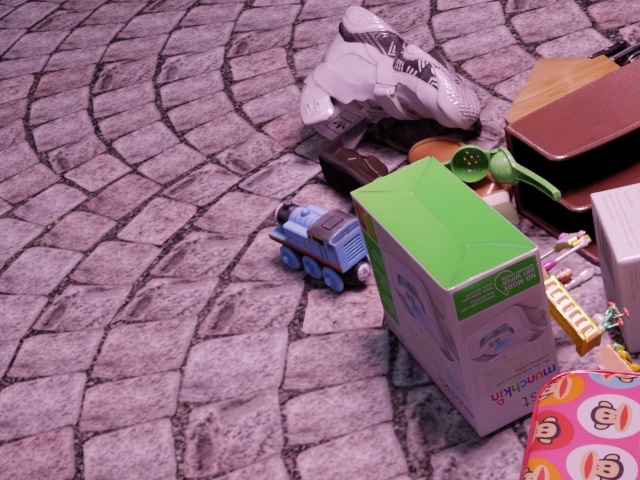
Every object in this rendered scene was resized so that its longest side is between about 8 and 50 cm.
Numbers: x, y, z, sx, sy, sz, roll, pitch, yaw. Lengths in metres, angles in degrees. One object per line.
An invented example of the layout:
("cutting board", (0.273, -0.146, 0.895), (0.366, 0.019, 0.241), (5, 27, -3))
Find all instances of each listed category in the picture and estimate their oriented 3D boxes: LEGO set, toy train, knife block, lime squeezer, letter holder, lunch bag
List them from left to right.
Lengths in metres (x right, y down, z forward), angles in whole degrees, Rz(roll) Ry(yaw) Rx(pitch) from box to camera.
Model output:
("toy train", (0.000, 0.000, 1.705), (0.080, 0.105, 0.184), (-35, 39, -26))
("lime squeezer", (0.226, -0.100, 1.667), (0.310, 0.058, 0.110), (8, 17, 42))
("LEGO set", (0.308, 0.064, 1.418), (0.107, 0.132, 0.287), (-31, 25, -10))
("knife block", (0.440, -0.216, 1.844), (0.242, 0.088, 0.275), (5, 39, 29))
("letter holder", (0.448, -0.121, 1.655), (0.302, 0.152, 0.214), (-27, 38, -15))
("lunch bag", (0.313, 0.247, 1.095), (0.258, 0.120, 0.293), (2, 35, 23))

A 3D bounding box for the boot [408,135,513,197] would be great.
("boot", (0.188, -0.083, 1.779), (0.197, 0.073, 0.152), (10, 46, 37))

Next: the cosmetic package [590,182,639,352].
("cosmetic package", (0.445, 0.020, 1.452), (0.184, 0.151, 0.151), (-12, 35, 7))

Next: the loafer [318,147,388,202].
("loafer", (0.073, -0.100, 1.837), (0.078, 0.080, 0.220), (-27, 36, -14))

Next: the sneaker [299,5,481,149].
("sneaker", (0.099, -0.223, 1.907), (0.210, 0.137, 0.366), (-53, 43, 10))

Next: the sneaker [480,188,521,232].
("sneaker", (0.197, -0.002, 1.644), (0.192, 0.086, 0.064), (-21, -11, -18))

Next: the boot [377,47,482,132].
("boot", (0.166, -0.222, 1.997), (0.161, 0.083, 0.246), (-29, 35, 2))

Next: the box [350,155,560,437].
("box", (0.167, 0.062, 1.438), (0.127, 0.231, 0.262), (-24, 35, -12))
